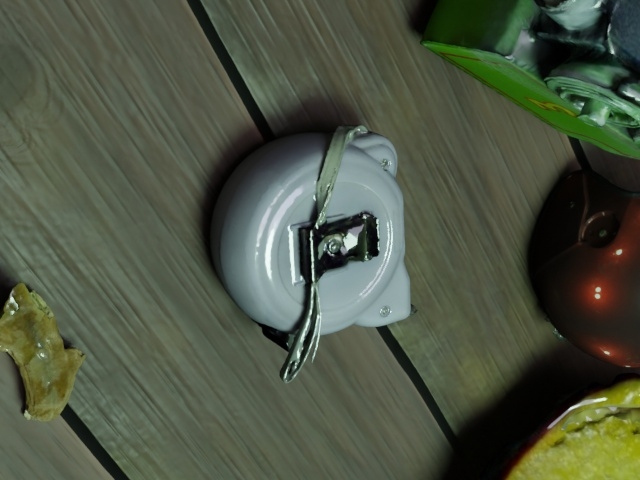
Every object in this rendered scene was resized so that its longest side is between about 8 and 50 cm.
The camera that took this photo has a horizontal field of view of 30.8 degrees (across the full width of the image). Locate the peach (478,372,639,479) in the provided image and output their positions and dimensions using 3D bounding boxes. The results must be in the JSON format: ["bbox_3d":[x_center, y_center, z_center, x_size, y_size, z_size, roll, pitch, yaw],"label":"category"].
[{"bbox_3d":[0.340,0.334,1.185,0.416,0.339,0.353,12,126,-35],"label":"peach"}]

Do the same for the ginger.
[{"bbox_3d":[-0.228,0.085,0.928,0.057,0.044,0.137,-52,138,-45],"label":"ginger"}]

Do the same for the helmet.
[{"bbox_3d":[0.323,0.032,1.189,0.216,0.193,0.189,-31,131,30],"label":"helmet"}]

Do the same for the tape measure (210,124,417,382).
[{"bbox_3d":[-0.003,0.004,1.007,0.178,0.105,0.196,-22,117,-25],"label":"tape measure"}]

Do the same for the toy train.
[{"bbox_3d":[0.262,-0.167,1.032,0.307,0.249,0.173,24,89,-37],"label":"toy train"}]
